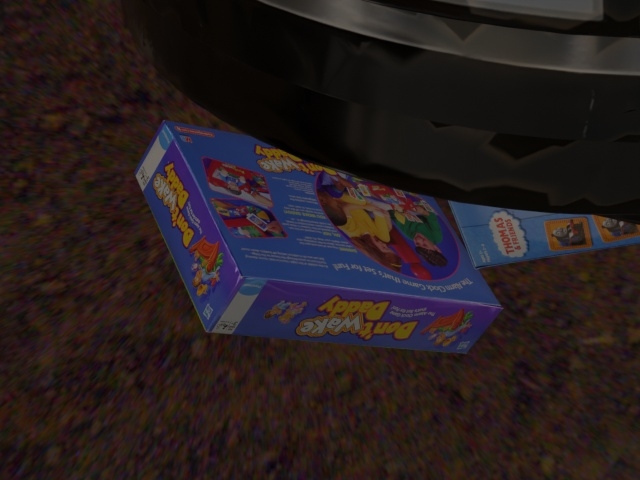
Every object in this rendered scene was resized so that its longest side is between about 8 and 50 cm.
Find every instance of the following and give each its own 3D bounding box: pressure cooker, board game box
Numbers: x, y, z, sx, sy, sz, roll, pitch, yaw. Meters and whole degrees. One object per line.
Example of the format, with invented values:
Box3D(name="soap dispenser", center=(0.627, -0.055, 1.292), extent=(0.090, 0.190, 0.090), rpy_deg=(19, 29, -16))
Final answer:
Box3D(name="pressure cooker", center=(0.096, -0.204, 0.523), extent=(0.376, 0.370, 0.420), rpy_deg=(-4, 127, -11))
Box3D(name="board game box", center=(0.194, -0.061, 1.040), extent=(0.211, 0.039, 0.160), rpy_deg=(-10, 130, 20))
Box3D(name="board game box", center=(0.000, 0.000, 1.497), extent=(0.347, 0.233, 0.078), rpy_deg=(8, 129, -37))
